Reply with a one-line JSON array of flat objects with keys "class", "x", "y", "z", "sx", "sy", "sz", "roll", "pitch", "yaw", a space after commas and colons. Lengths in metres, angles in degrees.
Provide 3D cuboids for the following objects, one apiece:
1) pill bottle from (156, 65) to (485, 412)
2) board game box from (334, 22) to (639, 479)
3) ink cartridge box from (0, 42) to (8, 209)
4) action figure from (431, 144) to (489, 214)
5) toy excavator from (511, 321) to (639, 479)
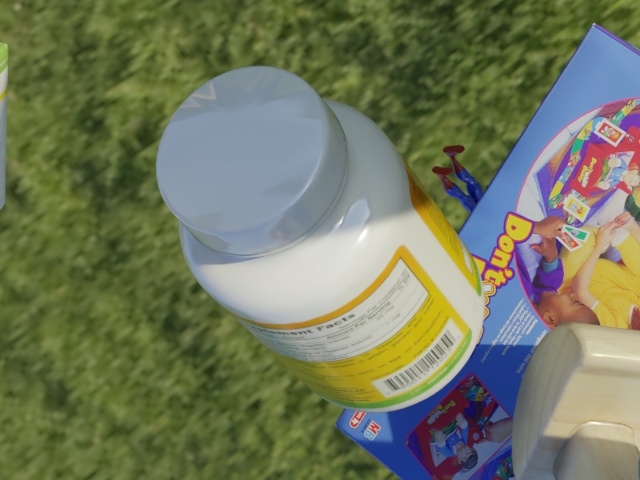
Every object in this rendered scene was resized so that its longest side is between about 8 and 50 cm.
[{"class": "pill bottle", "x": 0.000, "y": 0.000, "z": 1.051, "sx": 0.136, "sy": 0.136, "sz": 0.245, "roll": 25, "pitch": 167, "yaw": 30}, {"class": "board game box", "x": 0.197, "y": 0.059, "z": 1.255, "sx": 0.233, "sy": 0.078, "sz": 0.347, "roll": 39, "pitch": 103, "yaw": 27}, {"class": "ink cartridge box", "x": -0.252, "y": 0.018, "z": 0.920, "sx": 0.097, "sy": 0.189, "sz": 0.255, "roll": 28, "pitch": 143, "yaw": 12}, {"class": "action figure", "x": 0.129, "y": -0.030, "z": 1.486, "sx": 0.030, "sy": 0.038, "sz": 0.115, "roll": 5, "pitch": 146, "yaw": 34}, {"class": "toy excavator", "x": 0.215, "y": 0.192, "z": 0.917, "sx": 0.222, "sy": 0.433, "sz": 0.445, "roll": 8, "pitch": 153, "yaw": -16}]
